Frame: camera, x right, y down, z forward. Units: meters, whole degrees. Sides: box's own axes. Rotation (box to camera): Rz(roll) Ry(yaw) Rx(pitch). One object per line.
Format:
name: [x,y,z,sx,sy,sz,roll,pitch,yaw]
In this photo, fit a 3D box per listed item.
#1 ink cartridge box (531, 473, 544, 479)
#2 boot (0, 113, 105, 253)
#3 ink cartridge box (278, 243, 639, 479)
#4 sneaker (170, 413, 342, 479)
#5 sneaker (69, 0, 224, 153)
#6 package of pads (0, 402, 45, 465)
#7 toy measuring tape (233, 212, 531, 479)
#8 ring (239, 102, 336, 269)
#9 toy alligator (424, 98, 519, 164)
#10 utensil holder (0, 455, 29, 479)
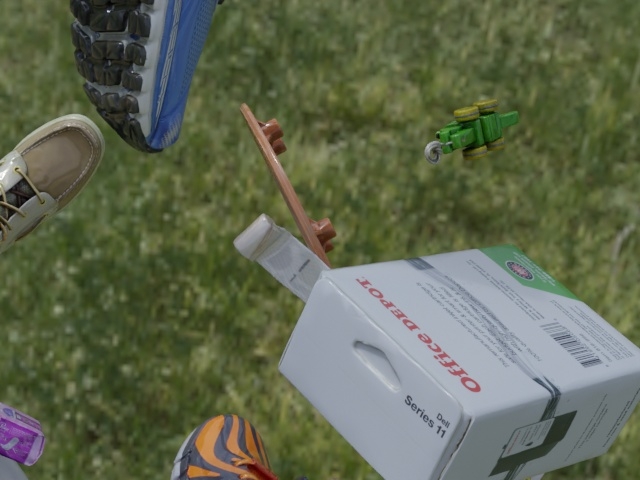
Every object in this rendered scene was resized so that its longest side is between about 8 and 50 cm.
ink cartridge box: [0.138,0.198,1.613,0.180,0.104,0.060,36,26,11]
boot: [-0.295,-0.028,1.477,0.077,0.213,0.165,52,9,-8]
ink cartridge box: [0.099,0.085,1.075,0.208,0.087,0.153,-6,40,-45]
sneaker: [-0.035,0.245,1.420,0.124,0.180,0.321,32,28,-28]
sneaker: [-0.071,-0.216,1.108,0.147,0.330,0.130,9,13,-35]
package of pads: [-0.257,0.160,1.339,0.050,0.032,0.083,25,-3,-13]
toy measuring tape: [0.060,0.111,1.313,0.330,0.121,0.121,44,29,-18]
ring: [0.000,0.000,1.729,0.032,0.336,0.336,-27,40,-1]
toy alligator: [0.155,-0.117,1.797,0.051,0.056,0.189,-3,15,41]
utensil holder: [-0.429,0.343,1.344,0.385,0.327,0.327,-31,38,6]
